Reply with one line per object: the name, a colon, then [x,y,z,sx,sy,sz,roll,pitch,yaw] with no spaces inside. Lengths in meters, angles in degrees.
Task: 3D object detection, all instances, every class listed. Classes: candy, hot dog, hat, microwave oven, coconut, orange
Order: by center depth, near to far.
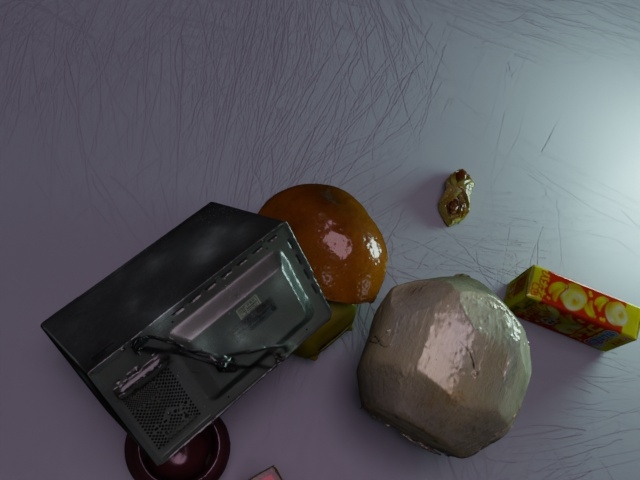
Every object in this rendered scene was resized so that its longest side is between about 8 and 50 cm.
microwave oven: [-0.249,0.153,1.378,0.432,0.374,0.236,-39,118,-22]
hat: [-0.285,0.412,1.431,0.206,0.089,0.205,4,71,-13]
coconut: [0.259,0.238,1.478,0.346,0.346,0.360,28,71,1]
orange: [-0.003,-0.002,1.591,0.274,0.310,0.274,-6,98,-43]
candy: [0.583,0.160,1.677,0.276,0.146,0.088,22,66,-3]
hot dog: [0.341,-0.116,1.789,0.078,0.061,0.168,16,65,-2]

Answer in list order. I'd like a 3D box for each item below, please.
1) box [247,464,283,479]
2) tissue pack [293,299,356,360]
box: [-0.065,0.558,1.377,0.074,0.153,0.239,-26,74,-24]
tissue pack: [-0.006,0.170,1.566,0.178,0.123,0.127,-37,73,-26]
